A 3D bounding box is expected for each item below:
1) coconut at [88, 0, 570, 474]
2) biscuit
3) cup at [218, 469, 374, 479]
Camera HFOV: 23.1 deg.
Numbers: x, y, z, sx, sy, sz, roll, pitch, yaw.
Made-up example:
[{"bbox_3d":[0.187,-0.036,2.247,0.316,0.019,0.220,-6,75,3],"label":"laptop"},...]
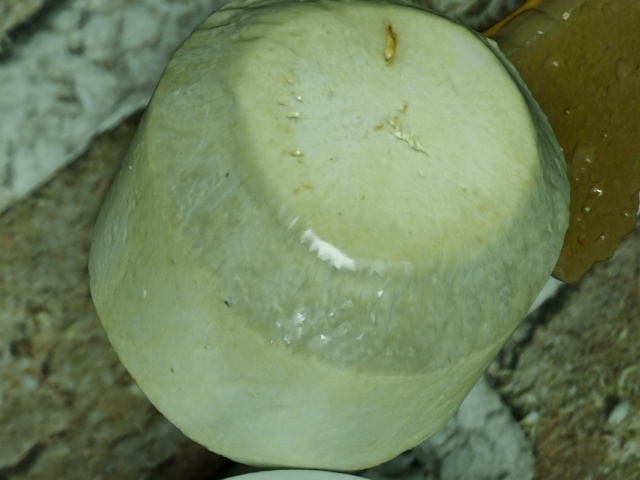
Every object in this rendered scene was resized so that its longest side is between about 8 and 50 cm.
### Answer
[{"bbox_3d":[0.000,0.000,0.717,0.202,0.222,0.202,8,61,-15],"label":"coconut"},{"bbox_3d":[0.124,-0.057,0.854,0.170,0.050,0.170,-14,116,-29],"label":"biscuit"},{"bbox_3d":[-0.076,0.279,0.682,0.357,0.259,0.274,10,133,-19],"label":"cup"}]
